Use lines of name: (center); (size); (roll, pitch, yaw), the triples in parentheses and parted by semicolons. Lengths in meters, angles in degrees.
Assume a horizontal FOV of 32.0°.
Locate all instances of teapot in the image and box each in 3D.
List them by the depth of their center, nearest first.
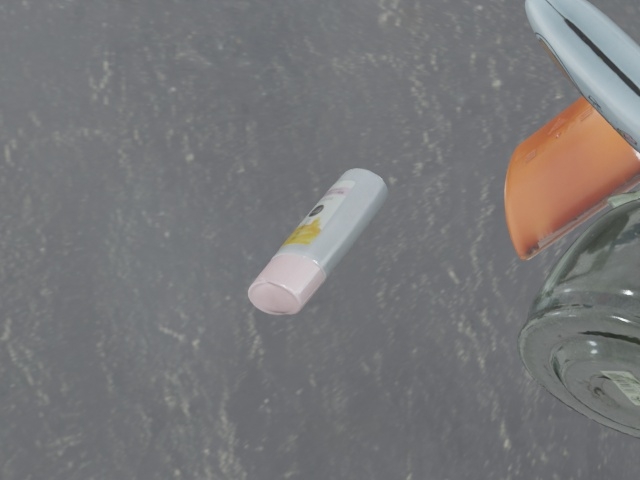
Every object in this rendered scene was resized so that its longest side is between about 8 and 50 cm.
teapot: (0.379, 0.063, 1.087); (0.322, 0.239, 0.239); (11, 60, 34)

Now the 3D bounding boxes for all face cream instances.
face cream: (0.000, 0.000, 1.240); (0.084, 0.198, 0.057); (-11, 122, 48)

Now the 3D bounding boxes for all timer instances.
timer: (0.398, -0.098, 1.643); (0.161, 0.250, 0.257); (46, 121, -8)

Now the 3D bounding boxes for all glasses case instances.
glasses case: (0.188, -0.098, 0.696); (0.045, 0.067, 0.178); (-41, 53, 12)
